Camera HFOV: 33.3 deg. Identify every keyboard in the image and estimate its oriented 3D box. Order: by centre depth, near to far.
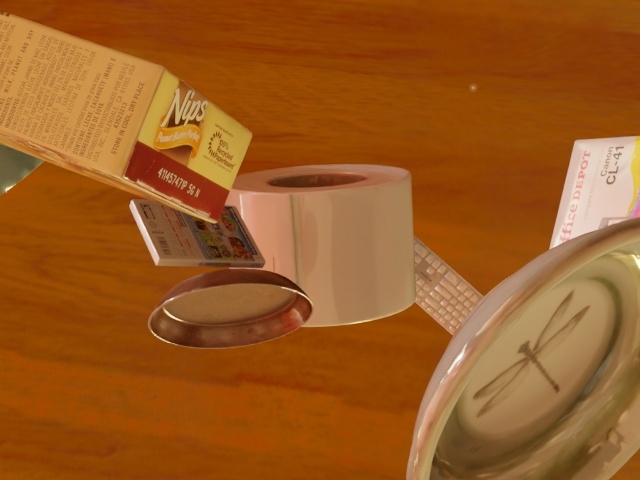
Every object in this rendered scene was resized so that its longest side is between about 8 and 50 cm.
[{"bbox_3d":[0.192,0.092,1.482,0.256,0.014,0.072,42,114,11],"label":"keyboard"}]

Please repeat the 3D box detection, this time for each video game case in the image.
[{"bbox_3d":[-0.123,-0.006,1.073,0.011,0.122,0.087,-60,44,32],"label":"video game case"}]

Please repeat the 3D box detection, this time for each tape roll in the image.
[{"bbox_3d":[0.000,0.000,1.386,0.246,0.246,0.169,-2,102,8],"label":"tape roll"}]

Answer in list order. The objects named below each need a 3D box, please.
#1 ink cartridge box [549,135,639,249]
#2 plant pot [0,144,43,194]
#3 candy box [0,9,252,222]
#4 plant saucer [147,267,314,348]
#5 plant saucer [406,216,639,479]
[{"bbox_3d":[0.501,-0.033,1.549,0.131,0.306,0.226,25,76,-37],"label":"ink cartridge box"},{"bbox_3d":[-0.484,-0.190,1.416,0.290,0.290,0.195,-28,122,11],"label":"plant pot"},{"bbox_3d":[-0.231,-0.116,0.825,0.316,0.183,0.088,20,86,18],"label":"candy box"},{"bbox_3d":[-0.091,0.068,1.086,0.168,0.168,0.029,-12,64,10],"label":"plant saucer"},{"bbox_3d":[0.229,0.132,1.082,0.400,0.400,0.100,-56,47,11],"label":"plant saucer"}]
